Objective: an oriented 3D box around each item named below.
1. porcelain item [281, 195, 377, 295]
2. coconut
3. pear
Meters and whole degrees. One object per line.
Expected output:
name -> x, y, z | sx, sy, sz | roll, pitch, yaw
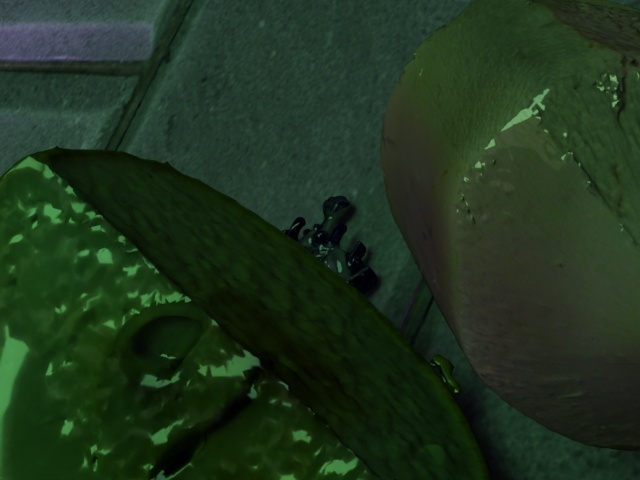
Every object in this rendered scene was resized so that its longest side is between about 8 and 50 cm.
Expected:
porcelain item -> 0.000, 0.000, 1.320 | 0.136, 0.021, 0.075 | 7, 63, 49
coconut -> 0.161, -0.014, 0.985 | 0.233, 0.233, 0.245 | -47, 29, 9
pear -> -0.095, 0.154, 1.115 | 0.342, 0.238, 0.318 | 43, 105, 17
